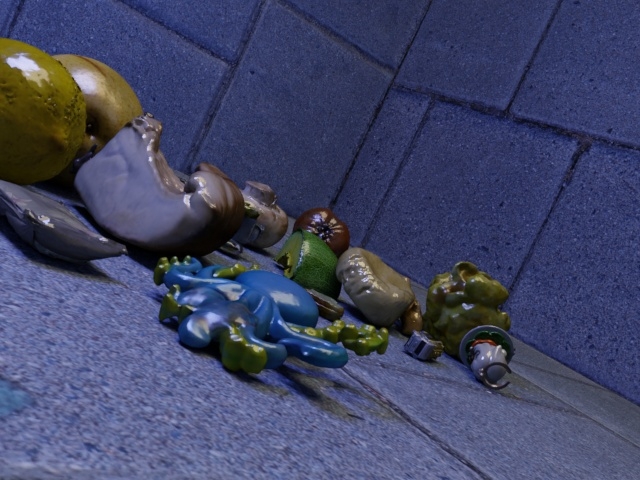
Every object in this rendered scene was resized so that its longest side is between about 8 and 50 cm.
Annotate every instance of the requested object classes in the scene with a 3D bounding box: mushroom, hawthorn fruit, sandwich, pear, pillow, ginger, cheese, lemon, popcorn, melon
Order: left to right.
[{"bbox_3d":[-0.569,-0.233,1.284,0.310,0.257,0.258,19,2,15],"label":"lemon"},{"bbox_3d":[-0.405,-0.027,1.057,0.255,0.059,0.169,27,4,43],"label":"pillow"},{"bbox_3d":[-0.541,-0.258,1.566,0.314,0.314,0.314,25,4,-2],"label":"pear"},{"bbox_3d":[-0.267,-0.049,1.394,0.314,0.224,0.397,41,0,-41],"label":"mushroom"},{"bbox_3d":[-0.208,-0.080,2.082,0.255,0.184,0.255,14,13,-3],"label":"mushroom"},{"bbox_3d":[-0.009,0.060,1.865,0.169,0.129,0.265,27,3,-16],"label":"melon"},{"bbox_3d":[0.000,0.000,2.399,0.200,0.199,0.251,26,-11,3],"label":"hawthorn fruit"},{"bbox_3d":[0.007,0.140,1.548,0.105,0.035,0.093,28,4,22],"label":"sandwich"},{"bbox_3d":[0.128,0.109,1.772,0.214,0.117,0.226,49,12,19],"label":"cheese"},{"bbox_3d":[0.229,0.186,1.918,0.065,0.117,0.299,10,14,-6],"label":"ginger"},{"bbox_3d":[0.367,0.178,1.860,0.235,0.241,0.250,20,3,-30],"label":"popcorn"}]

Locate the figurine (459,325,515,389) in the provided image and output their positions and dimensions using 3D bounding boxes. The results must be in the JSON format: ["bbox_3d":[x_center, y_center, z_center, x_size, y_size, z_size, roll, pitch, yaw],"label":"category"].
[{"bbox_3d":[0.394,0.280,1.652,0.132,0.132,0.153,25,17,-3],"label":"figurine"}]

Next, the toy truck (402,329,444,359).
[{"bbox_3d":[0.232,0.235,1.590,0.063,0.052,0.123,34,6,25],"label":"toy truck"}]

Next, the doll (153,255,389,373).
[{"bbox_3d":[-0.093,0.115,1.034,0.346,0.098,0.341,22,15,25],"label":"doll"}]

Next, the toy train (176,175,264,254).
[{"bbox_3d":[-0.272,-0.057,1.757,0.261,0.134,0.177,24,-4,-32],"label":"toy train"}]
